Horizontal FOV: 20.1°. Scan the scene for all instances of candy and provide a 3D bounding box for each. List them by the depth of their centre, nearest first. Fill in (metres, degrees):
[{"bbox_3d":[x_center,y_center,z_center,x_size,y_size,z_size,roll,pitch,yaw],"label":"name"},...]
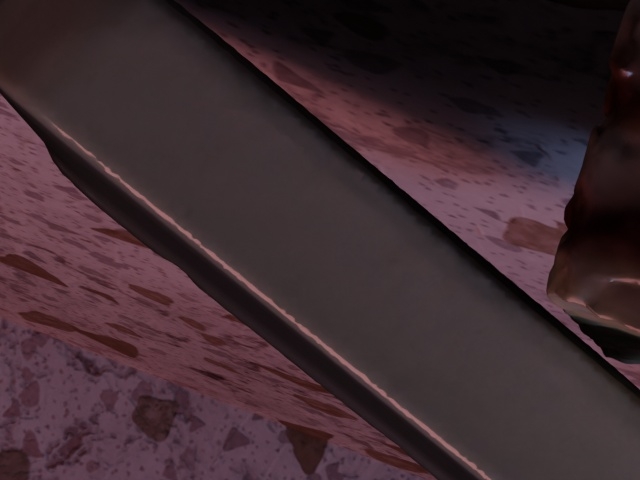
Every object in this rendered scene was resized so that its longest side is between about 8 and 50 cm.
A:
[{"bbox_3d":[0.209,0.005,0.768,0.179,0.135,0.320,18,178,15],"label":"candy"}]

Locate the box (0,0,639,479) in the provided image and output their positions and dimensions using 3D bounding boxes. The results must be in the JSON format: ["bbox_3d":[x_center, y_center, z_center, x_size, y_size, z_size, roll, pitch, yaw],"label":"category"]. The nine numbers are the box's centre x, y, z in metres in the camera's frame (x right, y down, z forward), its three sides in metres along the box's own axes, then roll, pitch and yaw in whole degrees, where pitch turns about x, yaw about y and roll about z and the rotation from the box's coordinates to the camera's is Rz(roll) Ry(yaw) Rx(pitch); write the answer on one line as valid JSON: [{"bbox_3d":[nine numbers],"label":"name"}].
[{"bbox_3d":[0.000,0.000,0.861,0.373,0.090,0.367,39,-179,-8],"label":"box"}]
